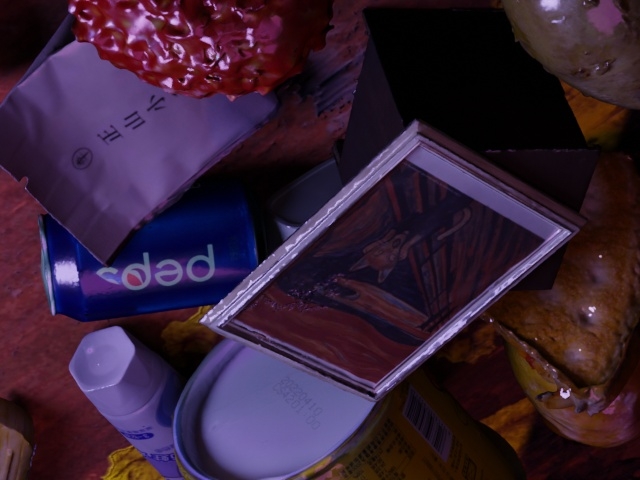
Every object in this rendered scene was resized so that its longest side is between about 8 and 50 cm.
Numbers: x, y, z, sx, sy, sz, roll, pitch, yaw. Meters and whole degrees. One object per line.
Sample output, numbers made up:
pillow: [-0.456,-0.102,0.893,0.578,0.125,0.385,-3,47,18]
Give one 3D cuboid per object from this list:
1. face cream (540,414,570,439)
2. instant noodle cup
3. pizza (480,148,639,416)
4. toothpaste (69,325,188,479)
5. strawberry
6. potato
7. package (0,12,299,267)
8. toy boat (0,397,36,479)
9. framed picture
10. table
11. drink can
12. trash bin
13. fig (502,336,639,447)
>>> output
face cream: [0.312,0.099,1.807,0.078,0.078,0.273,2,133,-19]
instant noodle cup: [0.016,0.228,1.702,0.326,0.325,0.254,-26,127,10]
pizza: [0.204,0.051,1.618,0.288,0.251,0.074,-13,155,9]
toothpaste: [-0.143,0.205,1.797,0.125,0.080,0.371,-28,143,7]
strawberry: [-0.073,-0.203,1.280,0.234,0.178,0.234,-18,122,-31]
potato: [0.262,-0.215,1.393,0.173,0.210,0.307,-17,152,41]
package: [-0.151,-0.121,1.431,0.251,0.062,0.204,-46,134,-6]
toy boat: [-0.354,0.250,1.772,0.088,0.068,0.226,8,132,-16]
framed picture: [0.063,0.030,1.428,0.216,0.016,0.273,26,123,-35]
table: [0.123,-0.080,1.487,0.172,0.193,0.169,-2,134,-15]
drink can: [-0.153,0.010,1.551,0.205,0.118,0.118,-9,136,-10]
trash bin: [0.000,0.000,1.604,0.116,0.059,0.130,-35,144,-31]
fig: [0.231,0.102,1.711,0.159,0.257,0.159,-51,161,-26]
